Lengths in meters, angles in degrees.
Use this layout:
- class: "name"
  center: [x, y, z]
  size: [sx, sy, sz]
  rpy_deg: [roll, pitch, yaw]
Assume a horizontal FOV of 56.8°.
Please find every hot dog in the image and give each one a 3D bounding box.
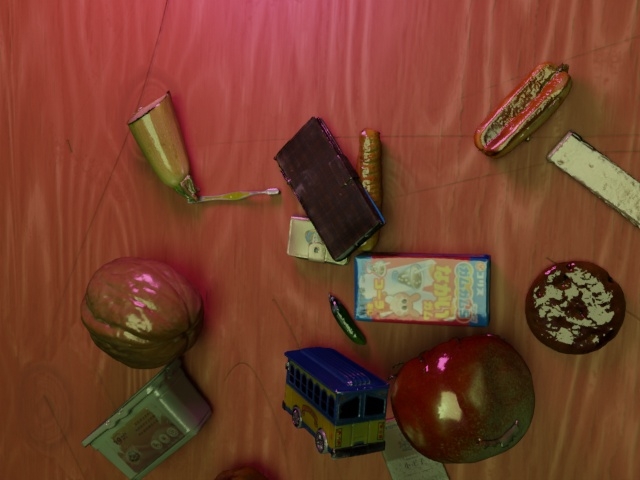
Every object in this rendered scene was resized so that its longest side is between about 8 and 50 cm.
- class: "hot dog"
  center: [0.443, -0.279, 1.279]
  size: [0.250, 0.076, 0.104]
  rpy_deg: [-48, 62, 11]
- class: "hot dog"
  center: [0.114, -0.117, 1.388]
  size: [0.068, 0.083, 0.289]
  rpy_deg: [2, 96, -3]

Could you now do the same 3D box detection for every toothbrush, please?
- class: "toothbrush"
  center: [-0.226, -0.114, 1.511]
  size: [0.263, 0.026, 0.022]
  rpy_deg: [-4, 86, 17]

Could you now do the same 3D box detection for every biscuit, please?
- class: "biscuit"
  center: [0.556, 0.149, 1.300]
  size: [0.212, 0.036, 0.212]
  rpy_deg: [2, 96, 17]

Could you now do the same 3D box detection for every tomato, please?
- class: "tomato"
  center: [0.298, 0.343, 1.253]
  size: [0.303, 0.303, 0.239]
  rpy_deg: [-28, 65, 17]

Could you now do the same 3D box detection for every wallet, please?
- class: "wallet"
  center: [0.016, -0.120, 1.386]
  size: [0.169, 0.044, 0.317]
  rpy_deg: [-42, 68, 30]
- class: "wallet"
  center: [0.000, 0.000, 1.450]
  size: [0.155, 0.039, 0.110]
  rpy_deg: [9, 94, 15]

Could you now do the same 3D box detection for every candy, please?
- class: "candy"
  center: [0.233, 0.109, 1.360]
  size: [0.306, 0.100, 0.157]
  rpy_deg: [1, 95, 15]

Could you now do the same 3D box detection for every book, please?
- class: "book"
  center: [0.220, 0.525, 1.445]
  size: [0.138, 0.016, 0.198]
  rpy_deg: [-22, 89, 17]

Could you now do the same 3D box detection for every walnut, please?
- class: "walnut"
  center: [-0.450, 0.179, 1.484]
  size: [0.313, 0.277, 0.252]
  rpy_deg: [18, 63, 21]

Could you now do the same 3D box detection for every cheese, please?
- class: "cheese"
  center: [0.663, -0.083, 1.251]
  size: [0.400, 0.034, 0.085]
  rpy_deg: [40, 109, 10]

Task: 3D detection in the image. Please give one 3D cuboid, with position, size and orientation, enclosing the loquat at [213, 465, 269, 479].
- class: "loquat"
  center: [-0.197, 0.707, 1.492]
  size: [0.213, 0.213, 0.246]
  rpy_deg: [-17, 91, 17]

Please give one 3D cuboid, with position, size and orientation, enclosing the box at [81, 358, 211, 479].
- class: "box"
  center: [-0.444, 0.482, 1.567]
  size: [0.312, 0.175, 0.182]
  rpy_deg: [-42, 92, 16]

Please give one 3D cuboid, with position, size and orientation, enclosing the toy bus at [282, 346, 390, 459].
- class: "toy bus"
  center: [0.025, 0.358, 1.346]
  size: [0.138, 0.288, 0.175]
  rpy_deg: [0, 98, -27]

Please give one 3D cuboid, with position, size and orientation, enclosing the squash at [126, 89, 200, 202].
- class: "squash"
  center: [-0.402, -0.222, 1.505]
  size: [0.137, 0.137, 0.287]
  rpy_deg: [-16, 93, 17]

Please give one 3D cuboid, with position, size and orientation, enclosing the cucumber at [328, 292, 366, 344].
- class: "cucumber"
  center: [0.058, 0.196, 1.453]
  size: [0.037, 0.037, 0.155]
  rpy_deg: [-36, 84, 16]
